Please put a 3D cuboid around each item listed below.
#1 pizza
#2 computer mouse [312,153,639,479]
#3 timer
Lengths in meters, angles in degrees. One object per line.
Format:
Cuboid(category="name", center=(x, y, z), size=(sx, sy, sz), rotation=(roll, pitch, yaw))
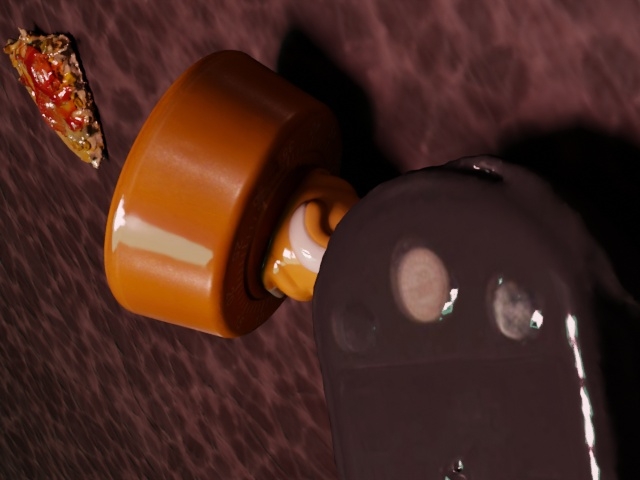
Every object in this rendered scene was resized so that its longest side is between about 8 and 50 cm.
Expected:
Cuboid(category="pizza", center=(-0.184, -0.104, 0.988), size=(0.099, 0.029, 0.100), rotation=(38, 149, 39))
Cuboid(category="computer mouse", center=(0.088, 0.100, 0.585), size=(0.170, 0.100, 0.269), rotation=(-8, 90, 55))
Cuboid(category="timer", center=(0.000, 0.000, 0.684), size=(0.152, 0.132, 0.132), rotation=(24, 144, 18))
